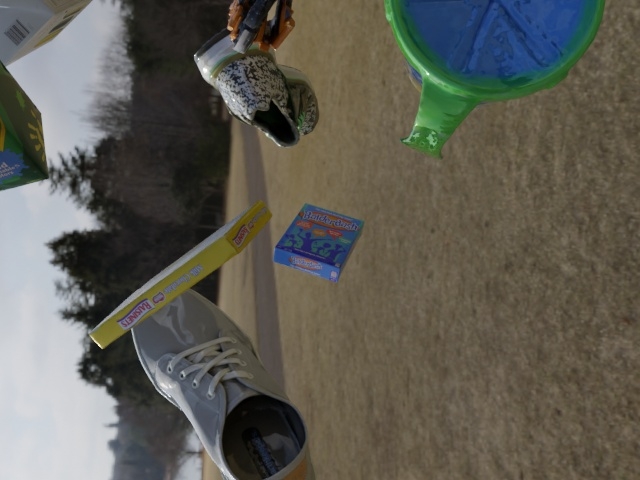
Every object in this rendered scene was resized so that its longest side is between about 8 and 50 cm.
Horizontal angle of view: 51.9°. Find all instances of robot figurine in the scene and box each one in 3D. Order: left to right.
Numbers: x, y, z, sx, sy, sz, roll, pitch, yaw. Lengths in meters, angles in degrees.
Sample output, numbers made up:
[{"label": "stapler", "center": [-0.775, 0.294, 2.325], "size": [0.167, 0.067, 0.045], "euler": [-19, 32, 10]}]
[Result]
[{"label": "robot figurine", "center": [-0.044, -0.389, 0.900], "size": [0.291, 0.085, 0.211], "euler": [-56, 24, 33]}]

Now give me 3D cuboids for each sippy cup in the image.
[{"label": "sippy cup", "center": [0.193, -0.264, 0.810], "size": [0.240, 0.305, 0.224], "euler": [60, -179, 3]}]

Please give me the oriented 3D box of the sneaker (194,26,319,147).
[{"label": "sneaker", "center": [-0.092, -0.239, 1.249], "size": [0.182, 0.158, 0.410], "euler": [67, -165, 14]}]

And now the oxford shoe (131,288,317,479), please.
[{"label": "oxford shoe", "center": [-0.150, 0.209, 0.983], "size": [0.449, 0.169, 0.130], "euler": [49, 154, 33]}]

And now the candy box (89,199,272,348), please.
[{"label": "candy box", "center": [-0.146, 0.035, 0.689], "size": [0.206, 0.027, 0.105], "euler": [-33, 13, 25]}]

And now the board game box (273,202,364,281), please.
[{"label": "board game box", "center": [0.000, 0.000, 1.568], "size": [0.210, 0.160, 0.047], "euler": [-60, -16, -53]}]

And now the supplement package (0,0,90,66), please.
[{"label": "supplement package", "center": [-0.676, -0.555, 1.485], "size": [0.199, 0.198, 0.262], "euler": [-34, 22, 22]}]

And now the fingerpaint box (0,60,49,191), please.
[{"label": "fingerpaint box", "center": [-0.729, -0.185, 1.042], "size": [0.371, 0.445, 0.163], "euler": [85, 168, -67]}]
